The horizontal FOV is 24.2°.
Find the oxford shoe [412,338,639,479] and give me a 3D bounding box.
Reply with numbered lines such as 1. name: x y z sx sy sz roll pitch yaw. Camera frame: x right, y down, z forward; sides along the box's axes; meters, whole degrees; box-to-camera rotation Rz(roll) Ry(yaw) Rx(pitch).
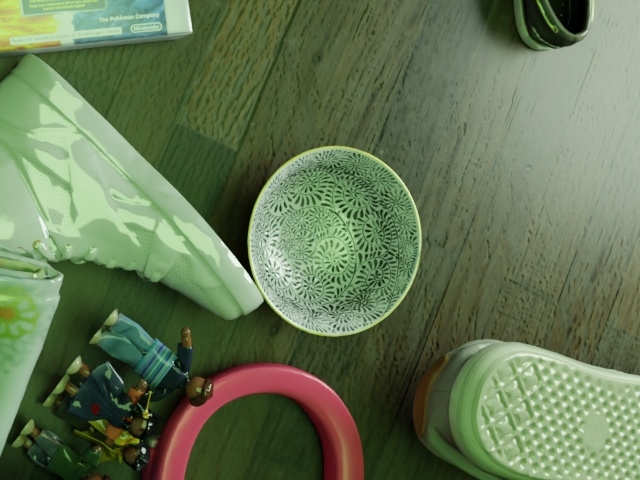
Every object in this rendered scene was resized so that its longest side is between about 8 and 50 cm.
1. oxford shoe: 0.260 0.200 1.462 0.449 0.130 0.169 25 76 -36

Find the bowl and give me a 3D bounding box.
1. bowl: 0.000 0.000 1.361 0.170 0.080 0.170 -1 92 -22

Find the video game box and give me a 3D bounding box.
1. video game box: -0.221 -0.258 1.278 0.205 0.048 0.187 -10 93 -22

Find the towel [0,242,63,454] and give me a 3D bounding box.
1. towel: -0.402 0.135 1.135 0.320 0.090 0.375 18 108 -21

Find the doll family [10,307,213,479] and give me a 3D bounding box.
1. doll family: -0.173 0.146 1.274 0.111 0.193 0.076 37 33 -3

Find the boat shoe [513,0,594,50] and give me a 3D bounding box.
1. boat shoe: 0.222 -0.301 1.449 0.081 0.068 0.228 -14 97 -22

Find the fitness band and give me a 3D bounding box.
1. fitness band: -0.061 0.257 1.363 0.209 0.054 0.291 1 92 -26

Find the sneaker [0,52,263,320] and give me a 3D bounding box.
1. sneaker: -0.200 0.002 1.272 0.292 0.108 0.169 44 78 -9
